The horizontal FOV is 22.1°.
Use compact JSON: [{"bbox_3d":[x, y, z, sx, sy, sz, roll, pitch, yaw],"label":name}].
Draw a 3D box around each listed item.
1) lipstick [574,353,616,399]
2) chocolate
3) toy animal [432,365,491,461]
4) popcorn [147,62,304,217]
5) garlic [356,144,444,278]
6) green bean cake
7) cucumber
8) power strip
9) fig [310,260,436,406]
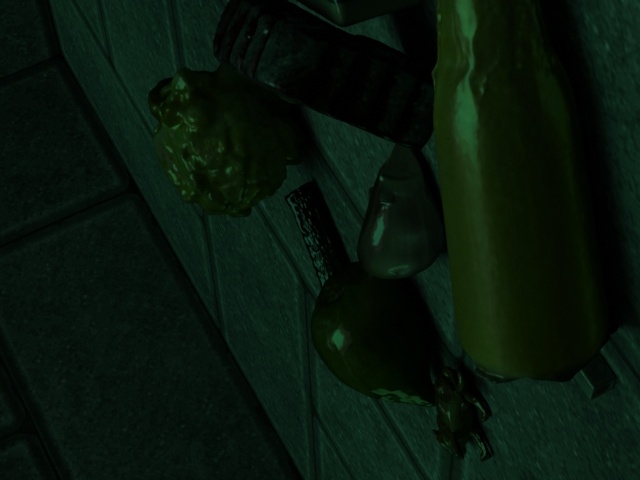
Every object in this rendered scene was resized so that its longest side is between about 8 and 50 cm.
[{"bbox_3d":[0.269,0.109,1.764,0.129,0.030,0.030,58,165,28],"label":"lipstick"},{"bbox_3d":[0.186,-0.083,1.553,0.162,0.162,0.445,46,152,54],"label":"chocolate"},{"bbox_3d":[0.187,0.239,2.251,0.099,0.057,0.241,55,164,39],"label":"toy animal"},{"bbox_3d":[-0.140,-0.161,2.474,0.259,0.212,0.259,43,144,43],"label":"popcorn"},{"bbox_3d":[0.090,-0.018,2.110,0.128,0.148,0.266,30,164,-8],"label":"garlic"},{"bbox_3d":[0.015,-0.192,1.838,0.097,0.233,0.198,-66,25,8],"label":"green bean cake"},{"bbox_3d":[0.001,0.000,2.554,0.187,0.058,0.058,69,166,-8],"label":"cucumber"},{"bbox_3d":[0.016,-0.306,1.842,0.257,0.105,0.070,-136,31,-59],"label":"power strip"},{"bbox_3d":[0.071,0.147,2.315,0.167,0.167,0.233,-150,46,-68],"label":"fig"}]
